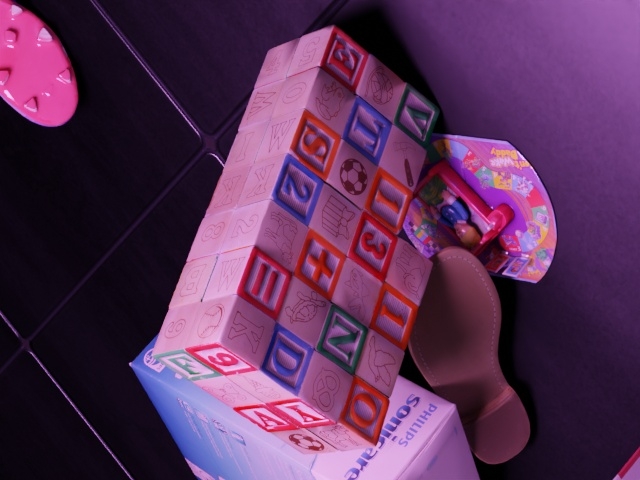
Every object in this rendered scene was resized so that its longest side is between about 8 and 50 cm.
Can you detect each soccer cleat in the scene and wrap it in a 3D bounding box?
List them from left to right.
[{"bbox_3d":[-0.333,-0.211,1.678,0.248,0.083,0.095,46,169,1],"label":"soccer cleat"}]

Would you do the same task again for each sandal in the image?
[{"bbox_3d":[0.116,0.090,1.456,0.079,0.088,0.240,51,167,55],"label":"sandal"}]

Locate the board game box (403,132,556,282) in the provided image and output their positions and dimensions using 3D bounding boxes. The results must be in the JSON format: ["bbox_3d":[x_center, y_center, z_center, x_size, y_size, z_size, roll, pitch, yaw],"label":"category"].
[{"bbox_3d":[0.119,-0.022,1.407,0.168,0.033,0.133,10,124,38],"label":"board game box"}]

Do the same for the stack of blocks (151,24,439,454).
[{"bbox_3d":[0.000,0.000,1.331,0.171,0.297,0.087,36,149,-31],"label":"stack of blocks"}]

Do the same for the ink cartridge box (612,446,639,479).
[{"bbox_3d":[0.249,0.266,1.415,0.072,0.127,0.175,37,138,14],"label":"ink cartridge box"}]

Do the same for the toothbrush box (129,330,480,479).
[{"bbox_3d":[-0.005,0.190,1.540,0.295,0.126,0.216,27,154,34],"label":"toothbrush box"}]
